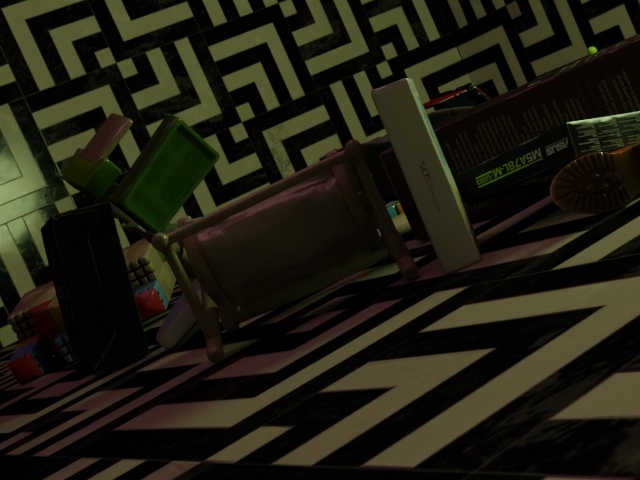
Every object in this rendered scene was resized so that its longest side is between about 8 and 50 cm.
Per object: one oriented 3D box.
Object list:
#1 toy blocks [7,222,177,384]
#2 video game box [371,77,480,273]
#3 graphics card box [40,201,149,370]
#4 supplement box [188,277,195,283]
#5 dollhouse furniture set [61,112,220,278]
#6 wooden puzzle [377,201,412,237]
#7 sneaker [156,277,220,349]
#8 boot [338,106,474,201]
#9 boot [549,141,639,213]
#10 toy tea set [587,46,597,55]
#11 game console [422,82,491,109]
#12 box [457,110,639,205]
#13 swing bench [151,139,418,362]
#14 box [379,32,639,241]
[{"bbox_3d":[-0.422,0.124,2.144,0.381,0.191,0.261,-25,16,6],"label":"toy blocks"},{"bbox_3d":[0.116,-0.078,1.278,0.048,0.205,0.187,-22,6,10],"label":"video game box"},{"bbox_3d":[-0.357,0.070,1.814,0.094,0.233,0.371,-15,1,-15],"label":"graphics card box"},{"bbox_3d":[-0.201,0.024,2.527,0.233,0.078,0.080,-27,5,-37],"label":"supplement box"},{"bbox_3d":[-0.214,-0.058,1.801,0.197,0.301,0.151,21,73,49],"label":"dollhouse furniture set"},{"bbox_3d":[0.127,-0.045,1.838,0.221,0.044,0.238,-25,5,-13],"label":"wooden puzzle"},{"bbox_3d":[-0.113,0.065,1.609,0.258,0.091,0.094,-46,12,-6],"label":"sneaker"},{"bbox_3d":[0.197,-0.150,2.110,0.377,0.138,0.284,-18,1,17],"label":"boot"},{"bbox_3d":[0.280,-0.058,1.174,0.158,0.059,0.084,-17,-2,-28],"label":"boot"},{"bbox_3d":[0.547,-0.307,2.135,0.200,0.124,0.336,-27,5,-31],"label":"toy tea set"},{"bbox_3d":[0.233,-0.225,2.091,0.085,0.124,0.144,-57,17,-14],"label":"game console"},{"bbox_3d":[0.280,-0.093,1.300,0.190,0.045,0.184,-11,-6,-36],"label":"box"},{"bbox_3d":[-0.039,0.006,1.385,0.253,0.165,0.255,-25,4,2],"label":"swing bench"},{"bbox_3d":[0.289,-0.142,1.549,0.381,0.143,0.191,-24,5,21],"label":"box"}]
